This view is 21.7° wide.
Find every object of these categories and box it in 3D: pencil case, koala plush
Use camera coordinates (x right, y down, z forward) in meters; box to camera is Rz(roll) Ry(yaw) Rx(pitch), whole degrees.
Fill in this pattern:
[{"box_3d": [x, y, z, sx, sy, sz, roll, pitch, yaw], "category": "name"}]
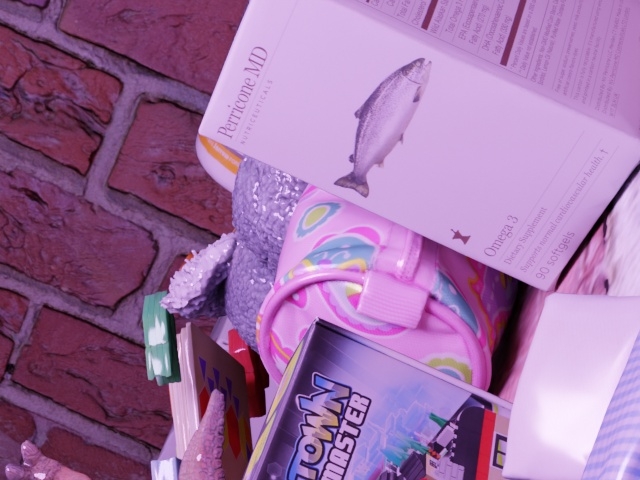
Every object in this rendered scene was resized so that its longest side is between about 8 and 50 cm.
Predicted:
[{"box_3d": [0.058, -0.030, 0.882, 0.284, 0.124, 0.124, -66, 3, -45], "category": "pencil case"}, {"box_3d": [0.000, 0.000, 1.080, 0.203, 0.196, 0.221, -83, 19, -45], "category": "koala plush"}]

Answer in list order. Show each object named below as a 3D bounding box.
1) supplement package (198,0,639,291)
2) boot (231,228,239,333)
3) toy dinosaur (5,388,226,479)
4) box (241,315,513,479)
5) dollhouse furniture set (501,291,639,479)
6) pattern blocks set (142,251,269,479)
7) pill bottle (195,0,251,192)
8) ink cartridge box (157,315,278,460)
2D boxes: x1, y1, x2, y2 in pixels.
[{"box_3d": [0.053, -0.076, 0.758, 0.105, 0.179, 0.105, 117, 176, -45], "category": "supplement package"}, {"box_3d": [-0.023, 0.039, 1.379, 0.152, 0.073, 0.197, -77, -26, -61], "category": "boot"}, {"box_3d": [-0.100, 0.197, 0.867, 0.296, 0.200, 0.127, -36, -57, -43], "category": "toy dinosaur"}, {"box_3d": [0.013, 0.133, 0.488, 0.036, 0.114, 0.207, 119, 173, -55], "category": "box"}, {"box_3d": [0.054, -0.031, 0.283, 0.286, 0.198, 0.303, 125, 168, -75], "category": "dollhouse furniture set"}, {"box_3d": [-0.080, 0.149, 1.264, 0.325, 0.026, 0.285, 63, -161, -63], "category": "pattern blocks set"}, {"box_3d": [0.017, -0.163, 1.327, 0.162, 0.162, 0.278, -74, 7, -68], "category": "pill bottle"}, {"box_3d": [-0.059, 0.116, 1.749, 0.273, 0.114, 0.197, -69, 5, -55], "category": "ink cartridge box"}]
